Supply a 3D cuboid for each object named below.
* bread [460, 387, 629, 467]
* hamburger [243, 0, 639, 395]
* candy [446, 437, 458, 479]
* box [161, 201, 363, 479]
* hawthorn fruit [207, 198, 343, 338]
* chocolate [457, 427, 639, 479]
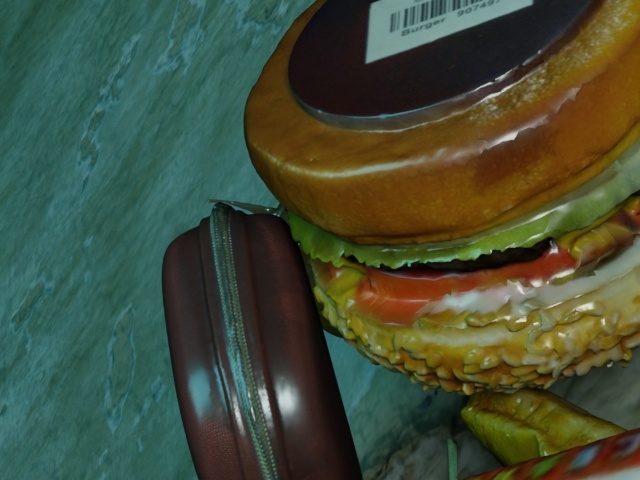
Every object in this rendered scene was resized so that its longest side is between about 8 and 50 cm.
[{"bbox_3d":[0.190,0.159,1.224,0.077,0.139,0.271,-59,28,0],"label":"bread"},{"bbox_3d":[0.125,-0.058,1.289,0.330,0.250,0.330,-21,34,15],"label":"hamburger"},{"bbox_3d":[0.106,0.227,1.455,0.061,0.061,0.202,-51,23,35],"label":"candy"},{"bbox_3d":[-0.029,0.166,1.436,0.404,0.108,0.263,75,-177,-46],"label":"box"},{"bbox_3d":[0.018,-0.004,1.650,0.149,0.189,0.149,-43,-13,-13],"label":"hawthorn fruit"},{"bbox_3d":[0.198,0.243,0.926,0.341,0.360,0.161,-28,35,54],"label":"chocolate"}]
